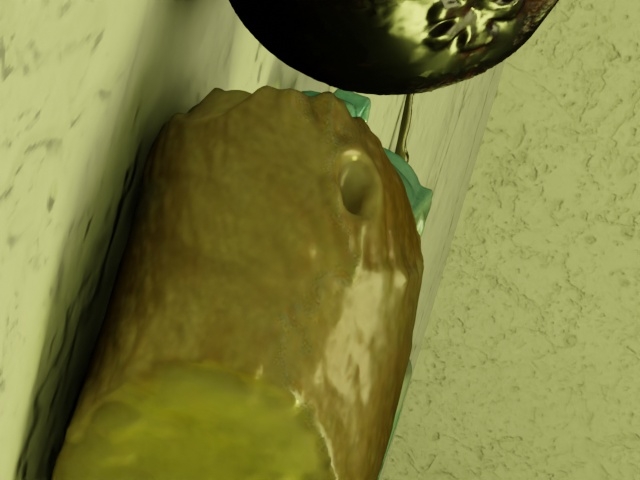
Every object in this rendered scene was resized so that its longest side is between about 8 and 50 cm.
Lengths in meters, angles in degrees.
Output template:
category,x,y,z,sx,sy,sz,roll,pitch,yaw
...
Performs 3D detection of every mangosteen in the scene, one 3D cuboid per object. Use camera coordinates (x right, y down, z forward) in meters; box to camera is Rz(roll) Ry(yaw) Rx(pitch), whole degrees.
category,x,y,z,sx,sy,sz,roll,pitch,yaw
mangosteen,0.026,-0.133,0.640,0.152,0.152,0.152,19,90,-83

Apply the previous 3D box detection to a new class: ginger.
category,x,y,z,sx,sy,sz,roll,pitch,yaw
ginger,-0.031,0.055,0.701,0.221,0.130,0.276,-77,-174,-55

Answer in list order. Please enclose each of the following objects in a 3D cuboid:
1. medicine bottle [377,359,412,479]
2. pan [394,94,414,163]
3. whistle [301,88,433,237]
category,x,y,z,sx,sy,sz,roll,pitch,yaw
medicine bottle,-0.037,0.223,1.149,0.110,0.110,0.352,-52,160,-70
pan,0.072,-0.030,1.585,0.202,0.048,0.128,101,11,-45
whistle,0.000,0.000,0.958,0.274,0.093,0.186,-46,154,-67
